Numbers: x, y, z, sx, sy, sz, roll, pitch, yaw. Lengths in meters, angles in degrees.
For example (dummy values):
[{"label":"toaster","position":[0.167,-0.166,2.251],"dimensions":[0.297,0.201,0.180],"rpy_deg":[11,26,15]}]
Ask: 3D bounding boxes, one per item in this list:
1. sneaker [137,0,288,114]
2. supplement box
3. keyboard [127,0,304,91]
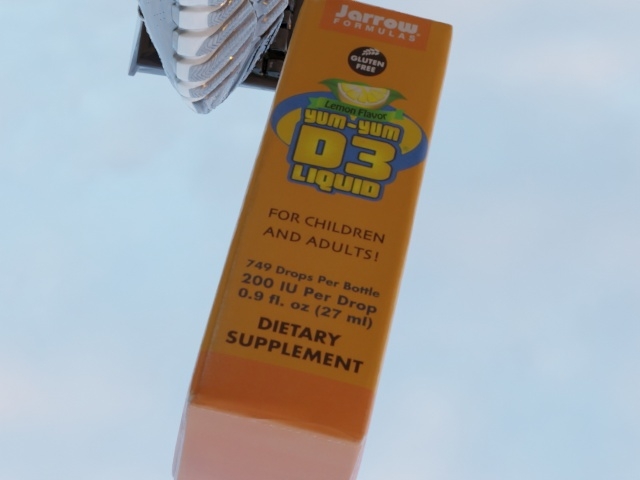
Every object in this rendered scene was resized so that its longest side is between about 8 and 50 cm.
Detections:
[{"label":"sneaker","position":[-0.090,-0.170,0.957],"dimensions":[0.132,0.228,0.086],"rpy_deg":[37,-114,14]},{"label":"supplement box","position":[0.000,0.000,0.761],"dimensions":[0.078,0.080,0.233],"rpy_deg":[13,-128,0]},{"label":"keyboard","position":[-0.080,-0.250,1.128],"dimensions":[0.202,0.033,0.317],"rpy_deg":[7,-112,0]}]
